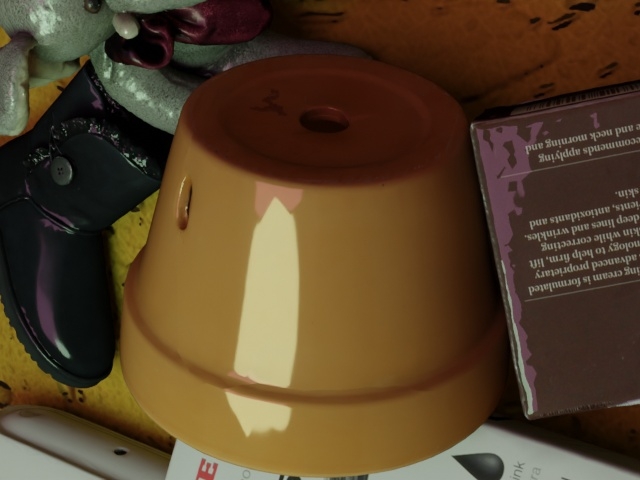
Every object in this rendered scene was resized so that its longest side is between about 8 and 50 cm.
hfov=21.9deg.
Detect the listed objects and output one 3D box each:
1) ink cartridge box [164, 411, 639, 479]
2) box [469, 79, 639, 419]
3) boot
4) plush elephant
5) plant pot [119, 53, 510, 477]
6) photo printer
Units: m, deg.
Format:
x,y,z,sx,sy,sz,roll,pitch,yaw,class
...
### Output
x,y,z,sx,sy,sz,roll,pitch,yaw,class
0.067,0.262,1.261,0.394,0.166,0.286,15,88,31,ink cartridge box
0.205,-0.004,1.134,0.168,0.167,0.203,-10,96,10,box
-0.201,-0.015,1.465,0.207,0.094,0.247,-32,76,37,boot
-0.138,-0.201,1.252,0.330,0.255,0.272,2,100,17,plush elephant
0.000,0.000,1.180,0.290,0.291,0.204,22,127,27,plant pot
-0.211,0.301,1.533,0.307,0.107,0.256,17,109,30,photo printer
